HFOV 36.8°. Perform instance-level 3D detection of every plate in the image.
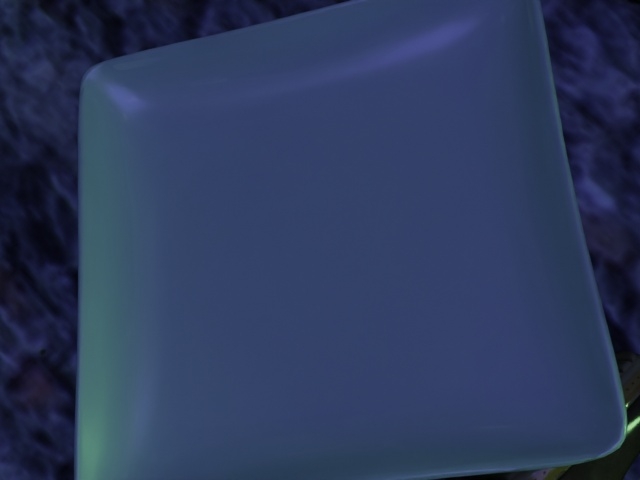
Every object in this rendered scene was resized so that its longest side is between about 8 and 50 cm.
[{"bbox_3d":[0.000,0.000,0.525,0.277,0.045,0.277,-11,66,12],"label":"plate"}]

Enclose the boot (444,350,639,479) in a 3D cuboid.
[{"bbox_3d":[0.142,0.206,0.498,0.207,0.090,0.248,44,82,-2],"label":"boot"}]
